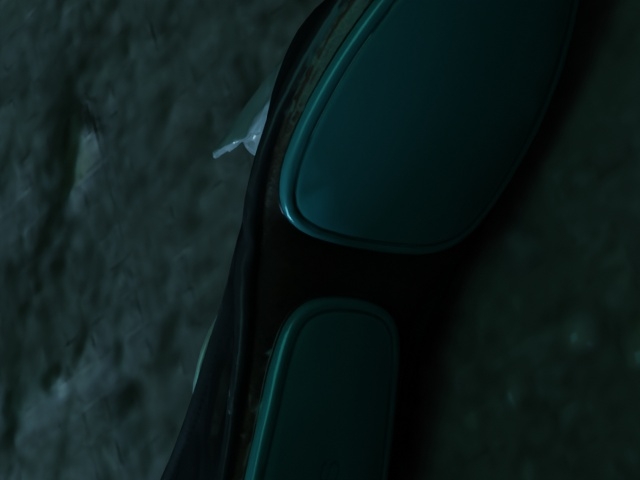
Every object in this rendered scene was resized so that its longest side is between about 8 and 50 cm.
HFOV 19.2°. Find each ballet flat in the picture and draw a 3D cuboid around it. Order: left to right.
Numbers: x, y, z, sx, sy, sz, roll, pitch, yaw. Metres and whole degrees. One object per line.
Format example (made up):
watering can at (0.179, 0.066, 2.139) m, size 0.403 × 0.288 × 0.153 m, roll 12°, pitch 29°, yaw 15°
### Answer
ballet flat at (0.000, 0.000, 0.650) m, size 0.096 × 0.095 × 0.280 m, roll 34°, pitch 106°, yaw 56°
